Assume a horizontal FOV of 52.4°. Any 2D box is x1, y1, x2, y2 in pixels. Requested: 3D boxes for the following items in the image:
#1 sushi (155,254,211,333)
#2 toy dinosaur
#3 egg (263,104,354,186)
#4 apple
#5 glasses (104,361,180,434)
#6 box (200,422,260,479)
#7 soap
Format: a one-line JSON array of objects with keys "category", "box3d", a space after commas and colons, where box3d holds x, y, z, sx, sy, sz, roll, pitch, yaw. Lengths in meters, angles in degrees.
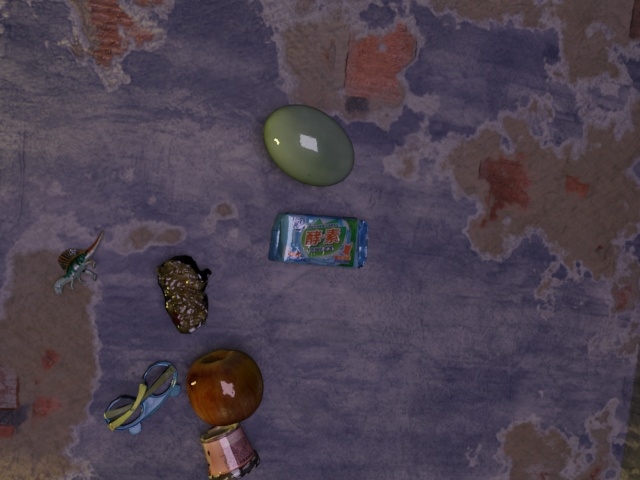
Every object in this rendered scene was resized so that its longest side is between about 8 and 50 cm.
[{"category": "sushi", "box3d": [-0.366, 0.146, 1.801, 0.147, 0.115, 0.212, -13, 96, -15]}, {"category": "toy dinosaur", "box3d": [-0.654, 0.057, 1.751, 0.106, 0.044, 0.187, 10, 92, -2]}, {"category": "egg", "box3d": [-0.031, -0.265, 1.830, 0.283, 0.203, 0.203, 30, 85, -23]}, {"category": "apple", "box3d": [-0.263, 0.403, 1.798, 0.211, 0.211, 0.188, -18, 105, -15]}, {"category": "glasses", "box3d": [-0.502, 0.418, 1.764, 0.239, 0.207, 0.102, -42, 68, -12]}, {"category": "box", "box3d": [-0.265, 0.596, 1.847, 0.151, 0.151, 0.135, -23, 91, -14]}, {"category": "soap", "box3d": [0.000, 0.000, 1.921, 0.293, 0.077, 0.156, 4, 93, -17]}]
